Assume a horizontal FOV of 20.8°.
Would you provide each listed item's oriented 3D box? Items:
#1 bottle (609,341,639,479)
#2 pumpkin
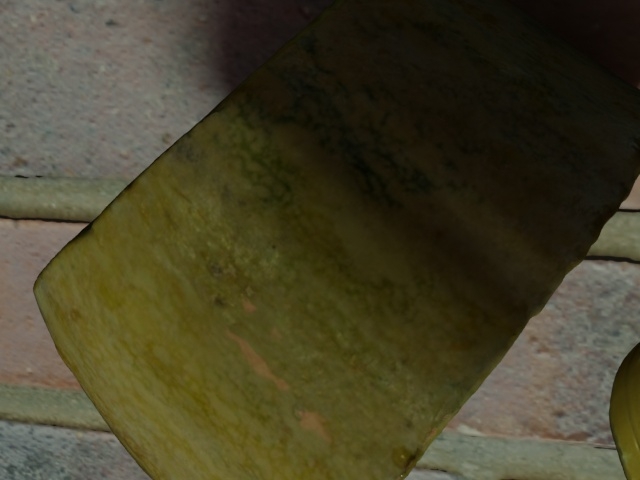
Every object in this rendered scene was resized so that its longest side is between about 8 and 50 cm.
[{"bbox_3d":[0.311,0.031,0.877,0.171,0.171,0.351,35,132,-4],"label":"bottle"},{"bbox_3d":[0.000,0.000,0.898,0.199,0.332,0.332,39,132,-4],"label":"pumpkin"}]
